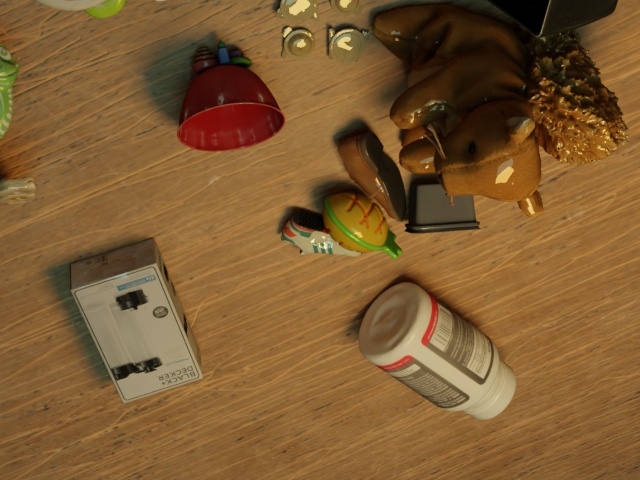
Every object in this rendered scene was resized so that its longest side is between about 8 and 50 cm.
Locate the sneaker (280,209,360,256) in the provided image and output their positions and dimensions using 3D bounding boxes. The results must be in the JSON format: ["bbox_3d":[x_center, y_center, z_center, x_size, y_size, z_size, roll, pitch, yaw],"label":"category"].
[{"bbox_3d":[0.000,0.000,2.170,0.161,0.057,0.075,22,132,-26],"label":"sneaker"}]

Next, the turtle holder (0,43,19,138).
[{"bbox_3d":[-0.642,-0.200,1.759,0.320,0.243,0.227,-8,98,27],"label":"turtle holder"}]

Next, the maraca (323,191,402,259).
[{"bbox_3d":[0.079,-0.025,2.122,0.186,0.127,0.099,27,122,-35],"label":"maraca"}]

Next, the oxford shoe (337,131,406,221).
[{"bbox_3d":[0.097,-0.115,2.114,0.076,0.076,0.212,-8,133,29],"label":"oxford shoe"}]

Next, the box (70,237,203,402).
[{"bbox_3d":[-0.340,0.154,2.162,0.169,0.087,0.290,-17,125,-2],"label":"box"}]

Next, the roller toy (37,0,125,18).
[{"bbox_3d":[-0.369,-0.453,1.722,0.191,0.146,0.209,12,117,-9],"label":"roller toy"}]

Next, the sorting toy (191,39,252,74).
[{"bbox_3d":[-0.166,-0.307,1.930,0.102,0.061,0.042,-9,81,-16],"label":"sorting toy"}]

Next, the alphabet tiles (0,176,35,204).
[{"bbox_3d":[-0.608,-0.066,1.872,0.284,0.278,0.021,-8,84,-15],"label":"alphabet tiles"}]

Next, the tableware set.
[{"bbox_3d":[0.004,-0.364,1.946,0.169,0.020,0.141,-3,125,-13],"label":"tableware set"}]

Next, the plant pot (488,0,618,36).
[{"bbox_3d":[0.399,-0.455,1.892,0.167,0.187,0.188,-5,125,-26],"label":"plant pot"}]

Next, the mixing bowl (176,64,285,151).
[{"bbox_3d":[-0.155,-0.230,1.928,0.181,0.098,0.181,-9,162,-3],"label":"mixing bowl"}]

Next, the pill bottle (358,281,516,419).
[{"bbox_3d":[0.242,0.231,2.297,0.318,0.176,0.176,36,109,-30],"label":"pill bottle"}]

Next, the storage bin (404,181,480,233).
[{"bbox_3d":[0.225,-0.064,2.160,0.135,0.098,0.091,-3,95,-11],"label":"storage bin"}]

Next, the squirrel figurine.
[{"bbox_3d":[0.312,-0.215,1.902,0.397,0.370,0.281,-12,124,-5],"label":"squirrel figurine"}]
